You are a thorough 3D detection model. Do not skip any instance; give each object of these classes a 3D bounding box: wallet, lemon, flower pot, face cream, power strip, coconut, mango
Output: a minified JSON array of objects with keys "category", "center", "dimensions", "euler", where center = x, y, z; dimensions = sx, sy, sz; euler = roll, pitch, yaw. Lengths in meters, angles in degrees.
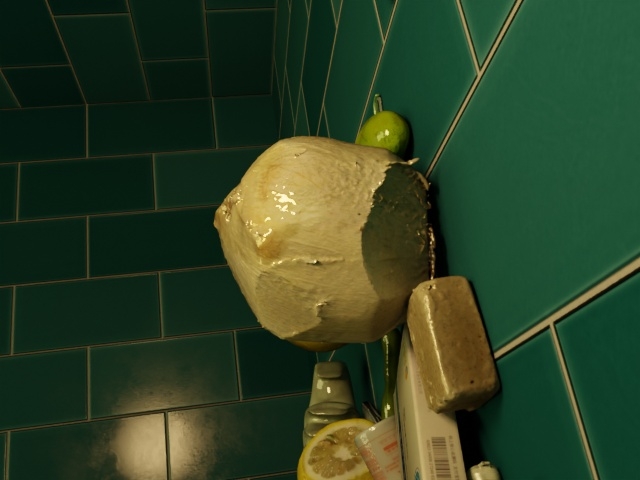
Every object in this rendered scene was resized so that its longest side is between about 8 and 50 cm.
[{"category":"wallet","center":[0.140,0.504,1.594],"dimensions":[0.222,0.036,0.167],"euler":[-174,79,-82]},{"category":"lemon","center":[0.080,0.522,1.368],"dimensions":[0.240,0.240,0.219],"euler":[-116,2,-66]},{"category":"flower pot","center":[0.038,0.528,1.715],"dimensions":[0.254,0.164,0.367],"euler":[-81,-15,-58]},{"category":"face cream","center":[0.160,0.450,1.164],"dimensions":[0.251,0.101,0.101],"euler":[61,163,20]},{"category":"power strip","center":[0.225,0.385,0.934],"dimensions":[0.030,0.047,0.191],"euler":[-101,11,-51]},{"category":"coconut","center":[0.000,0.000,1.080],"dimensions":[0.346,0.360,0.346],"euler":[-178,90,-89]},{"category":"mango","center":[0.118,-0.182,1.203],"dimensions":[0.163,0.089,0.117],"euler":[122,152,-57]}]

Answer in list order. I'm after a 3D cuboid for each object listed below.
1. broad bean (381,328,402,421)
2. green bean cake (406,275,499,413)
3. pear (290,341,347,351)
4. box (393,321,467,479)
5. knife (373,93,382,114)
[{"category":"broad bean","center":[0.151,0.290,1.299],"dimensions":[0.075,0.067,0.325],"euler":[55,-150,-74]},{"category":"green bean cake","center":[0.186,0.152,0.928],"dimensions":[0.109,0.085,0.179],"euler":[100,161,-63]},{"category":"pear","center":[0.002,0.094,1.490],"dimensions":[0.304,0.304,0.304],"euler":[175,90,-81]},{"category":"box","center":[0.168,0.321,1.022],"dimensions":[0.343,0.065,0.200],"euler":[-89,1,-52]},{"category":"knife","center":[0.128,-0.195,1.326],"dimensions":[0.054,0.015,0.212],"euler":[116,148,-74]}]
